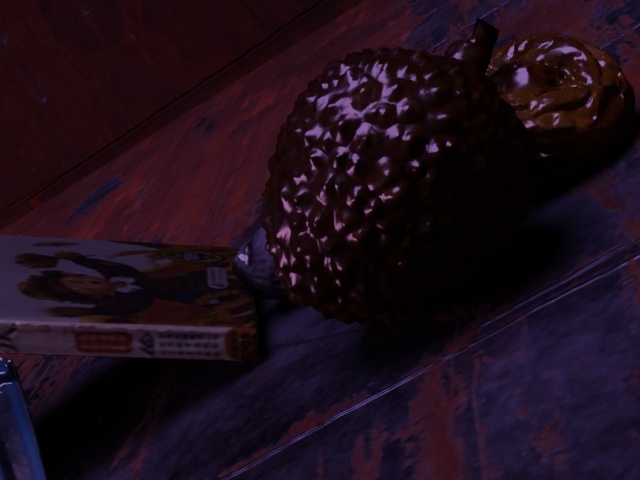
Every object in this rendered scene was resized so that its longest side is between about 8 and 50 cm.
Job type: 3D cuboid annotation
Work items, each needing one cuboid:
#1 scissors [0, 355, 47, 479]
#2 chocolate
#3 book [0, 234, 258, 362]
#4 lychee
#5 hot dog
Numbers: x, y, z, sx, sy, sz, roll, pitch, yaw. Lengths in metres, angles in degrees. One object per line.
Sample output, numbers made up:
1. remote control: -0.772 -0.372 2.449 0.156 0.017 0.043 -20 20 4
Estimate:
1. scissors: -0.172 0.178 0.682 0.180 0.032 0.393 -13 32 -12
2. chocolate: 0.000 0.000 1.095 0.167 0.072 0.072 -28 16 20
3. book: -0.274 0.043 1.133 0.428 0.039 0.300 3 13 -7
4. lychee: 0.058 -0.048 0.888 0.238 0.200 0.200 -56 15 2
5. hot dog: 0.148 -0.096 1.039 0.227 0.099 0.160 -21 15 50
